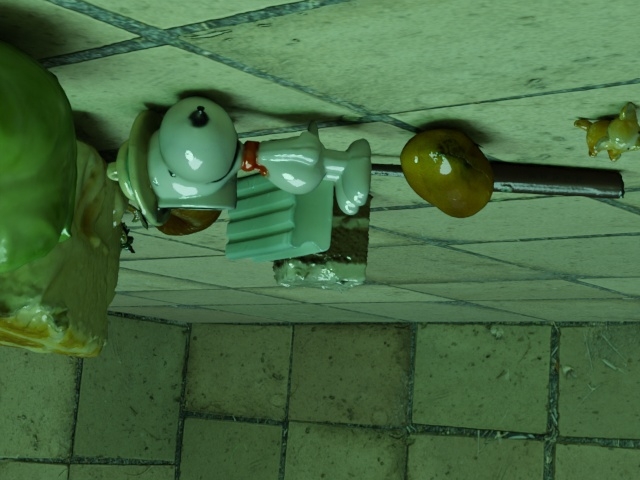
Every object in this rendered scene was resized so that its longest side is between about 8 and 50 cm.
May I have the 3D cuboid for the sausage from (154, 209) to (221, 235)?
[{"bbox_3d":[-0.194,-0.055,1.903,0.103,0.076,0.302,5,172,-9],"label":"sausage"}]

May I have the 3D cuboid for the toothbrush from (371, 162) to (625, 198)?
[{"bbox_3d":[0.207,-0.082,1.666,0.364,0.041,0.041,4,172,-1],"label":"toothbrush"}]

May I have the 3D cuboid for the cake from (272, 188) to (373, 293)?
[{"bbox_3d":[0.000,0.000,1.944,0.135,0.147,0.134,4,172,-13],"label":"cake"}]

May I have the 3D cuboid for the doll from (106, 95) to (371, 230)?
[{"bbox_3d":[-0.091,-0.076,1.500,0.271,0.144,0.208,13,159,-26],"label":"doll"}]

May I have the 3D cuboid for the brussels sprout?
[{"bbox_3d":[-0.377,-0.087,1.245,0.328,0.247,0.328,1,173,0],"label":"brussels sprout"}]

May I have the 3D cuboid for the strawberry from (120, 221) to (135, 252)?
[{"bbox_3d":[-0.417,-0.015,2.253,0.192,0.085,0.140,6,-179,28],"label":"strawberry"}]

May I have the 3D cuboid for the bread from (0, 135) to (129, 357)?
[{"bbox_3d":[-0.451,-0.009,1.663,0.371,0.279,0.390,5,172,4],"label":"bread"}]

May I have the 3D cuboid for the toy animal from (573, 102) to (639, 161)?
[{"bbox_3d":[0.306,-0.117,1.375,0.081,0.060,0.083,39,-179,16],"label":"toy animal"}]

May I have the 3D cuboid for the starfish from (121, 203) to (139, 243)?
[{"bbox_3d":[-0.369,-0.033,2.079,0.190,0.074,0.146,-15,-164,-30],"label":"starfish"}]

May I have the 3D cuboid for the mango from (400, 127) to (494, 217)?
[{"bbox_3d":[0.147,-0.089,1.520,0.105,0.084,0.159,17,158,27],"label":"mango"}]

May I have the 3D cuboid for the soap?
[{"bbox_3d":[-0.060,-0.035,1.828,0.066,0.119,0.198,9,170,-30],"label":"soap"}]
